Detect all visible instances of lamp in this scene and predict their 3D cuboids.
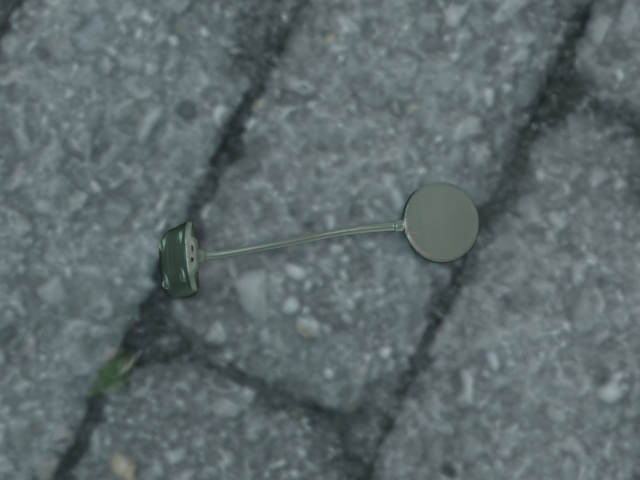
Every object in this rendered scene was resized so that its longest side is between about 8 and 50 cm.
[{"bbox_3d":[0.000,0.000,1.158,0.198,0.056,0.050,-7,82,-14],"label":"lamp"}]
